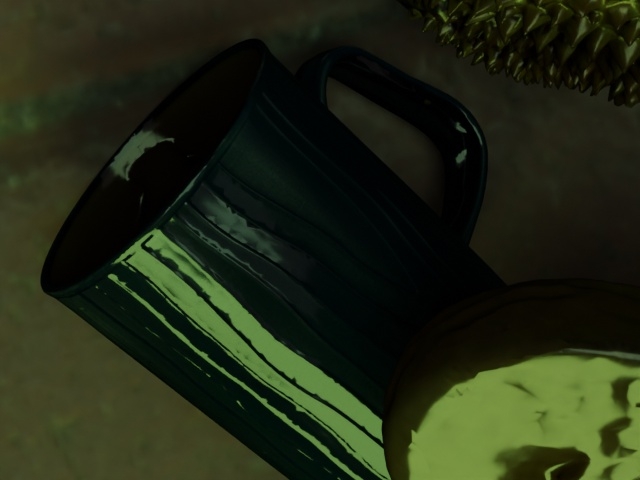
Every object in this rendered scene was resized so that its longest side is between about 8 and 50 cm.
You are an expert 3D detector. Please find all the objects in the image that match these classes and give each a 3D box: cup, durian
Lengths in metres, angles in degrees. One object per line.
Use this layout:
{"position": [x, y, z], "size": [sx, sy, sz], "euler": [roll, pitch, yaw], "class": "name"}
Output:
{"position": [0.001, 0.004, 0.656], "size": [0.138, 0.113, 0.150], "euler": [42, 93, -19], "class": "cup"}
{"position": [0.100, -0.109, 0.630], "size": [0.168, 0.158, 0.137], "euler": [-2, 88, -10], "class": "durian"}

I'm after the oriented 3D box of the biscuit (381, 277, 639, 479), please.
{"position": [0.164, 0.179, 0.672], "size": [0.368, 0.076, 0.394], "euler": [15, 125, -8], "class": "biscuit"}
